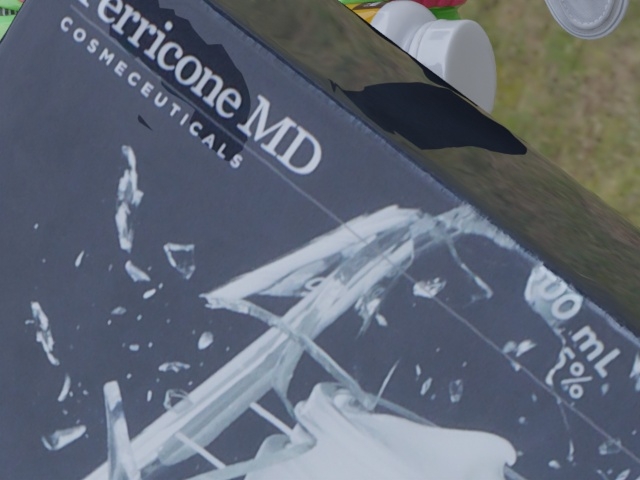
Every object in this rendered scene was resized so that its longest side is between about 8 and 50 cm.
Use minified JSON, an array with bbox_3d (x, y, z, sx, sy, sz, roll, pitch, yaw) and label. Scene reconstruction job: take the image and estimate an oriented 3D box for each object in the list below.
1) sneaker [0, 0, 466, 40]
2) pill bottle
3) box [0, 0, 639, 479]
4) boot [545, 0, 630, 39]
[{"bbox_3d":[-0.092,-0.198,1.557,0.202,0.483,0.185,36,120,39],"label":"sneaker"},{"bbox_3d":[0.018,-0.118,1.350,0.215,0.117,0.117,1,75,32],"label":"pill bottle"},{"bbox_3d":[-0.029,0.141,1.066,0.480,0.297,0.471,38,104,12],"label":"box"},{"bbox_3d":[0.214,-0.291,1.582,0.095,0.123,0.258,-5,107,19],"label":"boot"}]
